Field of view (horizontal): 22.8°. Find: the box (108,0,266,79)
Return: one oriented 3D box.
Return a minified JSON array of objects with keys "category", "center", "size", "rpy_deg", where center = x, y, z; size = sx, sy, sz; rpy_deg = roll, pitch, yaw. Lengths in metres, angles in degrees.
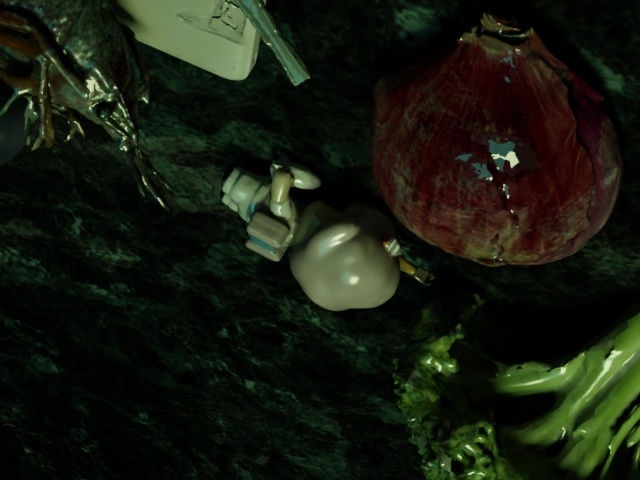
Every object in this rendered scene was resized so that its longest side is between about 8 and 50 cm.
[{"category":"box","center":[-0.108,-0.243,1.312],"size":[0.142,0.044,0.285],"rpy_deg":[23,149,4]}]

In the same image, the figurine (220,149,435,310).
[{"category":"figurine","center":[0.000,0.000,1.558],"size":[0.229,0.112,0.137],"rpy_deg":[31,154,5]}]

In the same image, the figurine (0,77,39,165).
[{"category":"figurine","center":[-0.367,-0.132,1.563],"size":[0.222,0.145,0.145],"rpy_deg":[3,144,32]}]

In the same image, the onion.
[{"category":"onion","center":[0.139,-0.073,1.343],"size":[0.227,0.120,0.283],"rpy_deg":[9,146,13]}]

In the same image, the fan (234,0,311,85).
[{"category":"fan","center":[-0.103,-0.258,1.207],"size":[0.229,0.011,0.335],"rpy_deg":[-26,109,29]}]

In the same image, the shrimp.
[{"category":"shrimp","center":[-0.232,-0.191,1.374],"size":[0.137,0.172,0.372],"rpy_deg":[-13,114,23]}]

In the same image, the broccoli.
[{"category":"broccoli","center":[0.244,0.194,1.607],"size":[0.375,0.302,0.249],"rpy_deg":[45,175,15]}]
